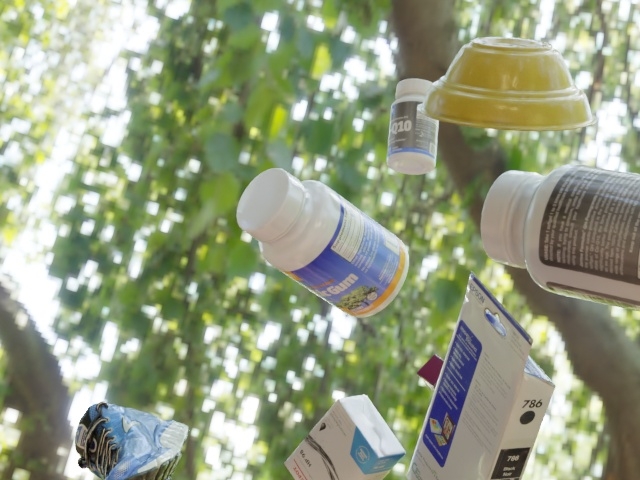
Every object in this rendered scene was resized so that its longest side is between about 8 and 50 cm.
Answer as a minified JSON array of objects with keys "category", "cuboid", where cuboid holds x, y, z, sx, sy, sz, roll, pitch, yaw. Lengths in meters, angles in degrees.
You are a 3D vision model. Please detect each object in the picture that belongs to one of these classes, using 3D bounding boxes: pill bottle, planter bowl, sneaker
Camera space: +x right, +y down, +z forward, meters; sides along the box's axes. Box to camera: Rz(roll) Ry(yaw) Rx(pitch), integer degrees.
[{"category":"pill bottle","cuboid":[0.147,-0.180,2.229,0.078,0.137,0.078,5,-18,2]},{"category":"planter bowl","cuboid":[0.227,-0.195,1.702,0.217,0.090,0.217,3,15,-1]},{"category":"sneaker","cuboid":[-0.271,0.301,1.910,0.147,0.130,0.330,23,2,-4]},{"category":"pill bottle","cuboid":[0.377,-0.005,1.852,0.318,0.176,0.176,13,-23,37]},{"category":"pill bottle","cuboid":[0.000,0.000,2.215,0.152,0.152,0.272,-13,-36,42]}]

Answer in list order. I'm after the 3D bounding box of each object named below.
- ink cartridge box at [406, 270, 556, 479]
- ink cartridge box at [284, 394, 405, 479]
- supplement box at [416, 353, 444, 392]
[{"category":"ink cartridge box","cuboid":[0.206,0.218,1.786,0.065,0.165,0.332,0,-59,-25]},{"category":"ink cartridge box","cuboid":[0.022,0.307,1.924,0.060,0.104,0.180,-3,-41,-48]},{"category":"supplement box","cuboid":[0.190,0.216,2.092,0.083,0.043,0.055,49,-7,-29]}]
